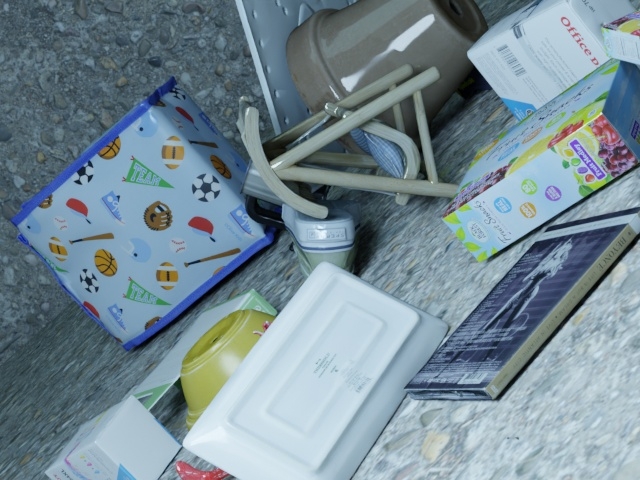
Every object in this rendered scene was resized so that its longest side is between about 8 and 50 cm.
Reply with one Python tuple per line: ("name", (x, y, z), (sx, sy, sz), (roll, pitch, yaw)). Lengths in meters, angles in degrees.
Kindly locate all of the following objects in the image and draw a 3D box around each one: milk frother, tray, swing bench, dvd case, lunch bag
("milk frother", (-0.061, -0.064, 2.283), (0.143, 0.134, 0.129), (-75, 4, -75))
("tray", (0.003, 0.123, 1.334), (0.270, 0.145, 0.030), (-52, -16, -41))
("swing bench", (0.027, -0.125, 1.882), (0.254, 0.165, 0.253), (-12, 10, -2))
("dvd case", (0.180, 0.058, 1.284), (0.221, 0.018, 0.164), (-46, 11, -19))
("lunch bag", (-0.303, -0.035, 2.508), (0.385, 0.328, 0.239), (-40, 6, 19))

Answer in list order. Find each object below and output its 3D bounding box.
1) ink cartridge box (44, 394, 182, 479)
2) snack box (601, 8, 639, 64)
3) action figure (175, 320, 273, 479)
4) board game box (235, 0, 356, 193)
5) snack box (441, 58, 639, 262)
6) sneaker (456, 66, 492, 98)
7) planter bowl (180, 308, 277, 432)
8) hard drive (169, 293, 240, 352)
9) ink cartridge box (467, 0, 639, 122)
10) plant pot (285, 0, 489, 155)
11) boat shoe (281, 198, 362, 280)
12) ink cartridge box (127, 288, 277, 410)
("ink cartridge box", (-0.261, 0.272, 1.794), (0.143, 0.092, 0.090), (-34, 14, 42))
("snack box", (0.371, -0.221, 1.475), (0.141, 0.037, 0.100), (-25, 26, -17))
("action figure", (-0.058, 0.146, 1.482), (0.280, 0.139, 0.091), (-32, 15, 32))
("board game box", (-0.027, -0.296, 2.251), (0.050, 0.390, 0.390), (-10, 14, 27))
("snack box", (0.239, -0.087, 1.502), (0.207, 0.070, 0.174), (-33, 12, 32))
("sneaker", (0.245, -0.258, 2.194), (0.059, 0.053, 0.144), (-43, 12, -18))
("planter bowl", (-0.100, 0.146, 1.730), (0.217, 0.090, 0.217), (-39, 11, 9))
("hard drive", (-0.174, 0.142, 2.178), (0.135, 0.022, 0.094), (-38, 12, 20))
("ink cartridge box", (0.279, -0.207, 1.643), (0.082, 0.140, 0.190), (-46, 12, -31))
("plant pot", (0.116, -0.274, 2.126), (0.229, 0.263, 0.263), (-38, 11, 32))
("boat shoe", (0.000, 0.000, 1.922), (0.109, 0.094, 0.302), (1, 9, 2))
("ink cartridge box", (-0.178, 0.175, 1.978), (0.235, 0.056, 0.171), (-51, 14, -28))
